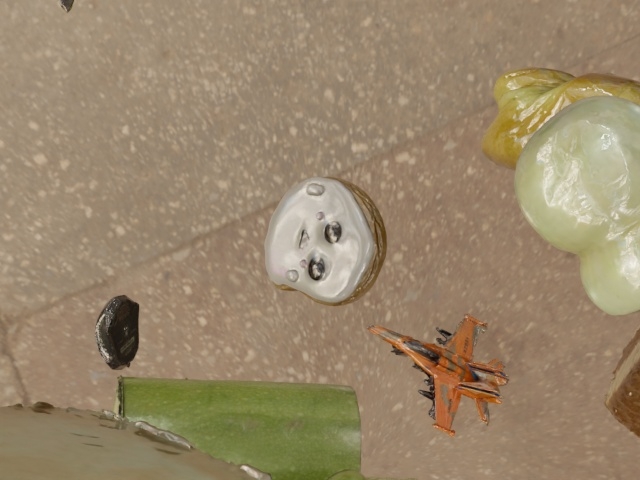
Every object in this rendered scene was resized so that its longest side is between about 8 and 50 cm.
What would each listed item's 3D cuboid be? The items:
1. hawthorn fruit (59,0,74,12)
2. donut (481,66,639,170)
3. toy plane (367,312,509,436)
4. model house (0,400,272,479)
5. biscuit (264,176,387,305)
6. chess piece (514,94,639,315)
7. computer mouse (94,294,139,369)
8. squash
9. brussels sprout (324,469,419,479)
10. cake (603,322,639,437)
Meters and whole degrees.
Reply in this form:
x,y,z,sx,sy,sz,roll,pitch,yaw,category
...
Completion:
x,y,z,sx,sy,sz,roll,pitch,yaw,category
-0.094,-0.129,0.316,0.077,0.077,0.077,-1,75,2,hawthorn fruit
0.402,-0.138,1.143,0.361,0.360,0.169,15,100,6,donut
0.121,0.131,0.909,0.188,0.062,0.135,24,69,-15,toy plane
-0.297,0.385,0.797,0.395,0.445,0.399,14,87,34,model house
0.000,0.000,1.183,0.208,0.049,0.180,22,101,44,biscuit
0.219,0.018,0.508,0.133,0.133,0.243,-41,84,-8,chess piece
-0.400,0.178,1.647,0.057,0.172,0.099,13,33,20,computer mouse
-0.147,0.352,1.354,0.385,0.263,0.262,5,74,-11,squash
0.076,0.413,1.069,0.317,0.273,0.242,5,39,-14,brussels sprout
0.625,0.174,1.304,0.256,0.282,0.290,26,56,16,cake
